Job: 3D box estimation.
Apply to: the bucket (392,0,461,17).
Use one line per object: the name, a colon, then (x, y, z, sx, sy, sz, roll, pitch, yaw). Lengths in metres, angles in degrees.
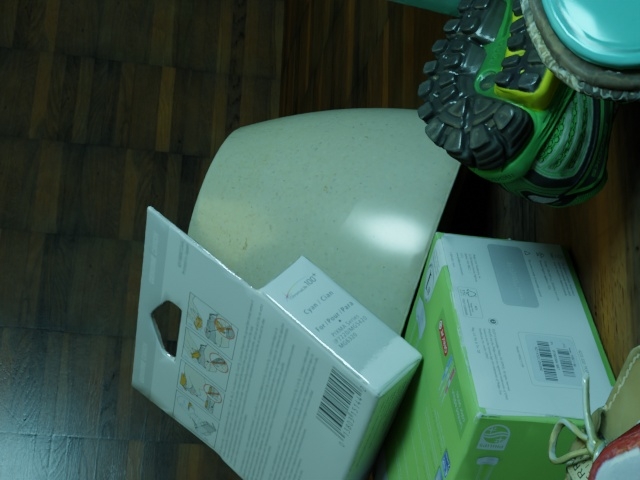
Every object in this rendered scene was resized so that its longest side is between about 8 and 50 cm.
bucket: (0.122, -0.358, 1.085, 0.281, 0.183, 0.281, -174, 90, -79)

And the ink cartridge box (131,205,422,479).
ink cartridge box: (-0.056, 0.121, 1.014, 0.066, 0.261, 0.296, -38, -22, -35)

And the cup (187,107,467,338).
cup: (0.000, 0.000, 1.129, 0.331, 0.237, 0.331, 18, -90, -82)

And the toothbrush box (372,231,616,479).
toothbrush box: (0.132, 0.167, 0.917, 0.206, 0.122, 0.283, -96, 16, -51)

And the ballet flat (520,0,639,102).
ballet flat: (0.220, -0.291, 0.675, 0.182, 0.164, 0.483, 48, -130, -73)

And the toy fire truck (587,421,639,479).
toy fire truck: (0.204, 0.154, 0.293, 0.254, 0.169, 0.302, -41, 70, 45)

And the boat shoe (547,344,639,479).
boat shoe: (0.184, 0.187, 0.699, 0.104, 0.089, 0.285, -111, 29, -70)

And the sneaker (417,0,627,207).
sneaker: (0.177, -0.181, 0.825, 0.134, 0.146, 0.343, -3, 61, 45)
